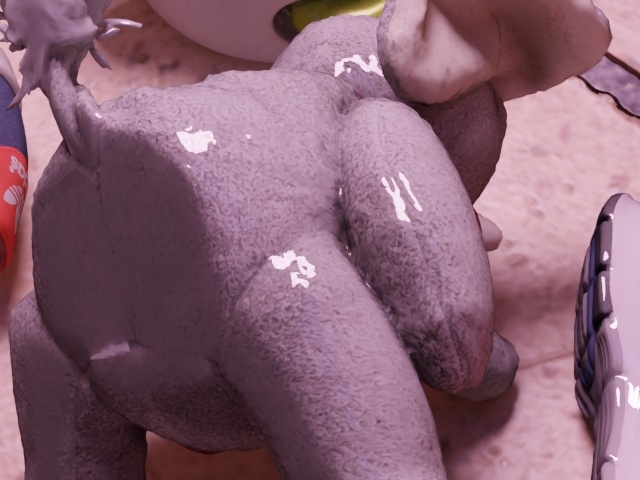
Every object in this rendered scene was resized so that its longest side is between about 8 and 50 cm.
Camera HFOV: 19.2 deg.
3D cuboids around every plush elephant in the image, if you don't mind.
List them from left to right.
[{"bbox_3d":[0.000,0.000,0.842,0.255,0.272,0.330,-16,89,-46],"label":"plush elephant"}]

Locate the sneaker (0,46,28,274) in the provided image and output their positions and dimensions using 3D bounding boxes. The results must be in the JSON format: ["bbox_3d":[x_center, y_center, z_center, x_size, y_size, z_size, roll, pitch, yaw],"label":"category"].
[{"bbox_3d":[-0.312,-0.006,0.919,0.350,0.131,0.148,-15,54,-4],"label":"sneaker"}]

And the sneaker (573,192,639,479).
[{"bbox_3d":[0.175,0.109,0.822,0.129,0.111,0.297,5,60,2],"label":"sneaker"}]

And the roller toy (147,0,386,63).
[{"bbox_3d":[-0.021,-0.207,1.008,0.209,0.146,0.191,16,61,15],"label":"roller toy"}]
